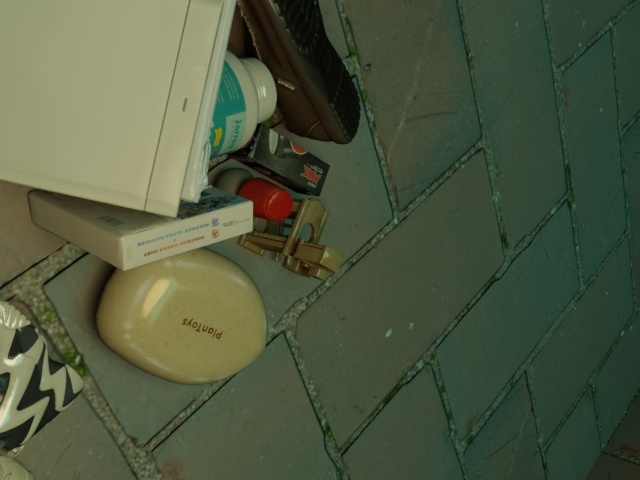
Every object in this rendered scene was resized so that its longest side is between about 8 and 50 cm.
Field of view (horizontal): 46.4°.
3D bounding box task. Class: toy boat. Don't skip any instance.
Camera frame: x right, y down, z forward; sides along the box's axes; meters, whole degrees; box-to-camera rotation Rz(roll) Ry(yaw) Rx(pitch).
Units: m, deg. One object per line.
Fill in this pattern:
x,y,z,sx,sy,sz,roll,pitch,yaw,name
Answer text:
-0.159,0.045,1.055,0.267,0.148,0.318,37,80,-40,toy boat

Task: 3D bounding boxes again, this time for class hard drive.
-0.296,-0.174,0.754,0.353,0.047,0.233,12,90,-10,hard drive

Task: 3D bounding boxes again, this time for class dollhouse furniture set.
0.000,0.000,1.166,0.161,0.182,0.101,31,77,-46,dollhouse furniture set

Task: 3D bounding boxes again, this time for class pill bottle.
-0.181,-0.167,0.957,0.264,0.146,0.146,-26,118,-40,pill bottle

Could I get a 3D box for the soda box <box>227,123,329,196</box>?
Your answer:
-0.061,-0.125,1.166,0.169,0.053,0.060,26,80,-48,soda box

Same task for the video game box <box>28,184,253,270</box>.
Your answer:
-0.218,-0.035,0.908,0.187,0.205,0.048,-22,121,-42,video game box

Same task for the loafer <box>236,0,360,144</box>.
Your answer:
-0.063,-0.274,1.062,0.366,0.130,0.134,62,34,-38,loafer

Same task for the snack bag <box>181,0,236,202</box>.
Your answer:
-0.260,-0.228,0.801,0.343,0.037,0.323,11,89,-10,snack bag

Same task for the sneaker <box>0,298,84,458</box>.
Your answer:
-0.389,0.161,0.849,0.153,0.094,0.235,-59,145,-31,sneaker

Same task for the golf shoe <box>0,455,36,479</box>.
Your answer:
-0.426,0.332,0.890,0.176,0.069,0.086,-43,108,-35,golf shoe
